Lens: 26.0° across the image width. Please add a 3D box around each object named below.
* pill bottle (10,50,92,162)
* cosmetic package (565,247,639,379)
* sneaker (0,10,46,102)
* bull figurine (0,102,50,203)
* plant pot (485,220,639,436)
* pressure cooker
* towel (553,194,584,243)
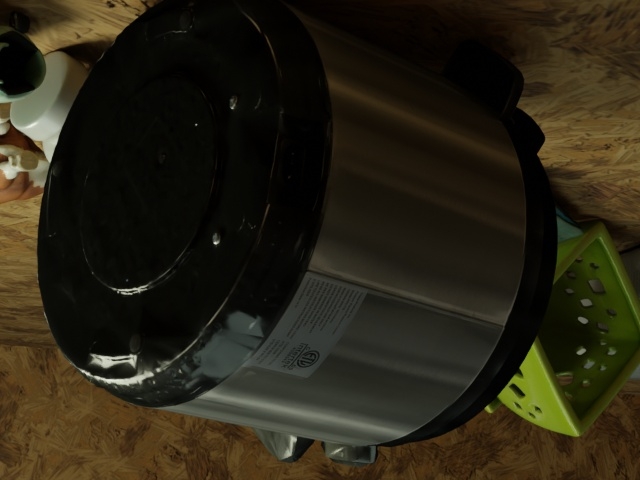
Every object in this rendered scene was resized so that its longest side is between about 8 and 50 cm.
[{"bbox_3d":[-0.203,-0.101,1.396,0.118,0.117,0.208,-9,148,42],"label":"pill bottle"},{"bbox_3d":[0.540,0.124,2.257,0.230,0.161,0.453,6,167,-17],"label":"cosmetic package"},{"bbox_3d":[-0.360,-0.169,1.204,0.151,0.094,0.256,0,179,37],"label":"sneaker"},{"bbox_3d":[-0.399,-0.099,1.544,0.310,0.101,0.188,4,164,-17],"label":"bull figurine"},{"bbox_3d":[0.312,0.121,2.002,0.207,0.227,0.228,0,-145,50],"label":"plant pot"},{"bbox_3d":[0.002,0.005,1.257,0.420,0.375,0.370,17,153,-40],"label":"pressure cooker"},{"bbox_3d":[0.147,0.011,1.850,0.370,0.040,0.271,-20,161,17],"label":"towel"}]
